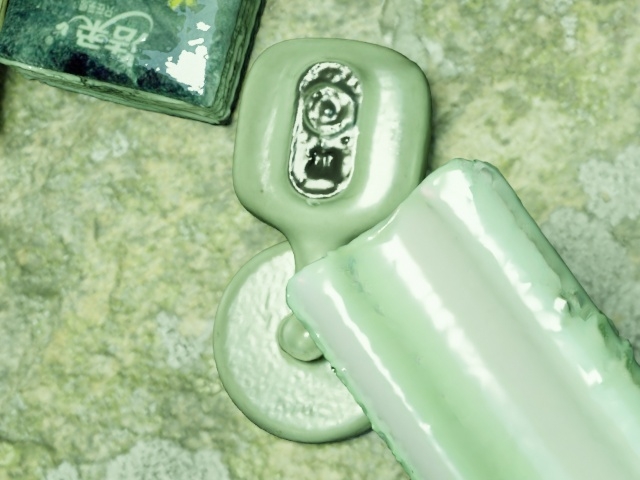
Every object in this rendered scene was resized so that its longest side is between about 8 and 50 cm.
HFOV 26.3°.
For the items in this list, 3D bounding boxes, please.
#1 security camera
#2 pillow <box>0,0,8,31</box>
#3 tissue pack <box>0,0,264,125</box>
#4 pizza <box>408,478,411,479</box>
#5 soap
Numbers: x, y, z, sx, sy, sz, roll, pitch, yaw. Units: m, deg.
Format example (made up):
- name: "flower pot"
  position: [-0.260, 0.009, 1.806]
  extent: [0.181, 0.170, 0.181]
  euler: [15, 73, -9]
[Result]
- name: "security camera"
  position: [0.000, 0.000, 1.013]
  extent: [0.157, 0.080, 0.301]
  euler: [6, 86, 11]
- name: "pillow"
  position: [-0.300, -0.181, 1.102]
  extent: [0.119, 0.053, 0.208]
  euler: [3, 83, 26]
- name: "tissue pack"
  position: [-0.129, -0.236, 1.066]
  extent: [0.185, 0.081, 0.257]
  euler: [15, 85, 13]
- name: "pizza"
  position: [0.069, 0.281, 0.913]
  extent: [0.197, 0.058, 0.292]
  euler: [3, 51, 24]
- name: "soap"
  position: [0.178, 0.175, 0.856]
  extent: [0.156, 0.261, 0.446]
  euler: [-37, 78, 4]
